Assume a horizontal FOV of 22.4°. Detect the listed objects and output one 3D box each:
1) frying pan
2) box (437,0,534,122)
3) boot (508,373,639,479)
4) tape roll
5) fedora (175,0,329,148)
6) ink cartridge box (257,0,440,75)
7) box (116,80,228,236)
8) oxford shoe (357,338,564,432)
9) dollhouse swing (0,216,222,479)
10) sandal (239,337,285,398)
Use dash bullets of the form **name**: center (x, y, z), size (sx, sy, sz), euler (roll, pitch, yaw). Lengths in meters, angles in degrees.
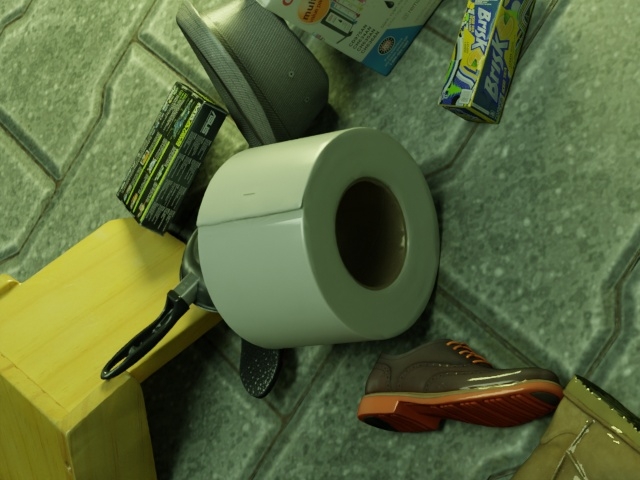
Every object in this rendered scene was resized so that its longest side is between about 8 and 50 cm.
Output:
- **frying pan**: center (-0.151, 0.036, 2.047), size (0.326, 0.053, 0.197), euler (-24, 40, 2)
- **box**: center (0.198, -0.228, 1.913), size (0.054, 0.059, 0.169), euler (11, 81, 46)
- **boot**: center (0.258, 0.301, 1.620), size (0.270, 0.089, 0.236), euler (-59, 34, 8)
- **tape roll**: center (0.000, 0.000, 1.874), size (0.169, 0.246, 0.246), euler (-8, 67, 42)
- **fedora**: center (-0.070, -0.214, 2.062), size (0.124, 0.275, 0.244), euler (-34, 39, -3)
- **ink cartridge box**: center (0.016, -0.349, 2.012), size (0.171, 0.232, 0.168), euler (-53, 45, 13)
- **box**: center (-0.207, -0.116, 2.219), size (0.191, 0.045, 0.184), euler (-62, 24, 4)
- **oxford shoe**: center (0.151, 0.150, 1.776), size (0.271, 0.097, 0.098), euler (-8, 61, 41)
- **dollhouse swing**: center (-0.287, 0.190, 2.199), size (0.347, 0.305, 0.315), euler (30, 136, 46)
- **sandal**: center (-0.070, 0.129, 2.039), size (0.067, 0.040, 0.179), euler (-36, 37, 21)
